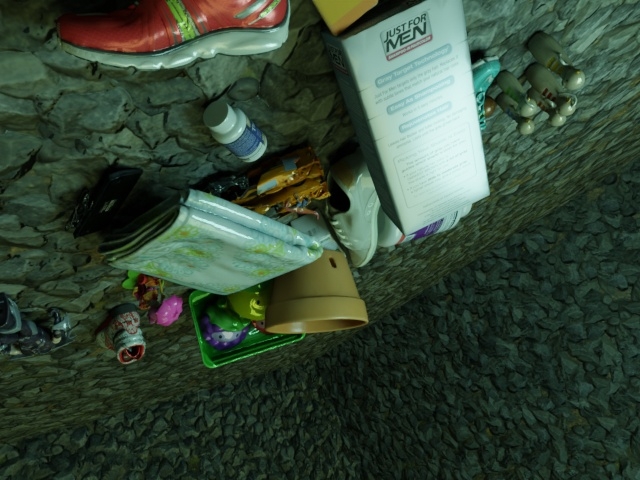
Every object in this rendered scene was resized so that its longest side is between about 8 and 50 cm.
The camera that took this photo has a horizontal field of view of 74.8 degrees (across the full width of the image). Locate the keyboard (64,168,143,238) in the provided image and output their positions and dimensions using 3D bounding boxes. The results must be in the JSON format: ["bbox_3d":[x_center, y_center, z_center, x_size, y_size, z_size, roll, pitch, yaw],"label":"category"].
[{"bbox_3d":[-0.412,-0.074,0.776,0.192,0.038,0.100,-41,176,31],"label":"keyboard"}]

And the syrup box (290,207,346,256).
[{"bbox_3d":[0.000,0.000,1.269,0.093,0.096,0.237,-26,157,7],"label":"syrup box"}]

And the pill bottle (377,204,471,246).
[{"bbox_3d":[0.288,-0.099,1.243,0.323,0.181,0.181,-14,155,-27],"label":"pill bottle"}]

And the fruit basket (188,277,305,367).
[{"bbox_3d":[-0.222,0.223,1.353,0.392,0.282,0.392,-15,173,-2],"label":"fruit basket"}]

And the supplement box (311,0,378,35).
[{"bbox_3d":[-0.012,-0.358,0.495,0.078,0.080,0.233,-33,158,15],"label":"supplement box"}]

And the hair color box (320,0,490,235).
[{"bbox_3d":[0.161,-0.208,0.728,0.185,0.113,0.374,-26,127,-1],"label":"hair color box"}]

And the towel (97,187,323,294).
[{"bbox_3d":[-0.232,0.026,0.913,0.321,0.090,0.374,-19,153,36],"label":"towel"}]

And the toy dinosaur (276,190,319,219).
[{"bbox_3d":[-0.045,-0.073,0.885,0.047,0.090,0.082,-58,176,27],"label":"toy dinosaur"}]

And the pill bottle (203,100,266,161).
[{"bbox_3d":[-0.149,-0.191,0.731,0.067,0.067,0.120,-30,157,11],"label":"pill bottle"}]

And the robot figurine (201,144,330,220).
[{"bbox_3d":[-0.128,-0.097,0.936,0.291,0.085,0.211,-26,157,0],"label":"robot figurine"}]

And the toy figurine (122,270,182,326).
[{"bbox_3d":[-0.420,0.146,1.068,0.173,0.159,0.130,-33,157,18],"label":"toy figurine"}]

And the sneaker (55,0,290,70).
[{"bbox_3d":[-0.171,-0.285,0.500,0.279,0.107,0.118,-20,139,-20],"label":"sneaker"}]

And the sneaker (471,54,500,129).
[{"bbox_3d":[0.345,-0.298,0.957,0.107,0.110,0.275,-21,157,-10],"label":"sneaker"}]

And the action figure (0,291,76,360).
[{"bbox_3d":[-0.721,0.223,1.016,0.185,0.099,0.285,-27,163,-16],"label":"action figure"}]

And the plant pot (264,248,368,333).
[{"bbox_3d":[-0.016,0.149,1.207,0.291,0.203,0.291,-3,161,-1],"label":"plant pot"}]

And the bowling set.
[{"bbox_3d":[0.487,-0.319,1.001,0.200,0.154,0.287,-34,156,19],"label":"bowling set"}]

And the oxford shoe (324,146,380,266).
[{"bbox_3d":[0.076,-0.066,1.119,0.130,0.169,0.449,-23,151,-13],"label":"oxford shoe"}]

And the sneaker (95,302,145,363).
[{"bbox_3d":[-0.603,0.311,1.257,0.090,0.145,0.270,-3,149,-43],"label":"sneaker"}]
